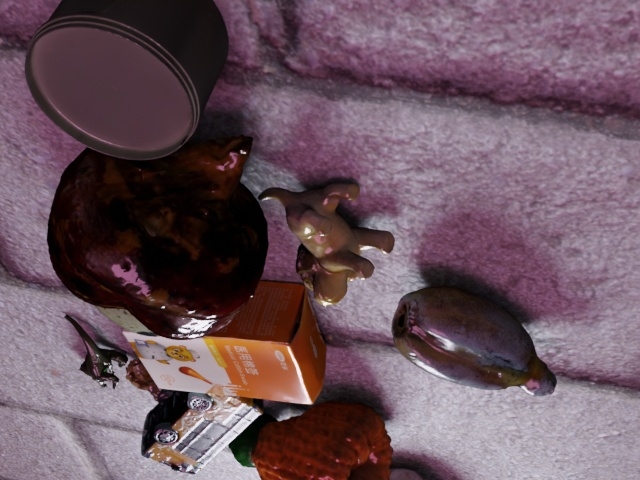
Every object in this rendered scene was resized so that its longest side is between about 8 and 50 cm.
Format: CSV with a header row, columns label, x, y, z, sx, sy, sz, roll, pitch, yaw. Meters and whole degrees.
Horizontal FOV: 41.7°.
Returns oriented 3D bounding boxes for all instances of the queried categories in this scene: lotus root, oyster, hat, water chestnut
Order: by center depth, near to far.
label,x,y,z,sx,sy,sz,roll,pitch,yaw
water chestnut,-0.213,-0.028,1.230,0.335,0.335,0.347,35,126,-24
lotus root,0.272,0.176,1.455,0.322,0.140,0.158,24,119,-21
hat,-0.053,0.458,1.869,0.401,0.285,0.285,13,146,29
oyster,-0.304,0.361,1.947,0.129,0.078,0.345,-36,125,22

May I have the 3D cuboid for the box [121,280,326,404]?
label,x,y,z,sx,sy,sz,roll,pitch,yaw
box,-0.173,0.189,1.619,0.342,0.143,0.224,4,142,17

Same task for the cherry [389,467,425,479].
label,x,y,z,sx,sy,sz,roll,pitch,yaw
cherry,0.158,0.718,2.093,0.327,0.291,0.334,1,123,35

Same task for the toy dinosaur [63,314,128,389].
label,x,y,z,sx,sy,sz,roll,pitch,yaw
toy dinosaur,-0.535,0.269,1.900,0.179,0.087,0.187,29,140,-20

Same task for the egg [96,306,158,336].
label,x,y,z,sx,sy,sz,roll,pitch,yaw
egg,-0.318,0.068,1.471,0.177,0.177,0.228,-12,115,32

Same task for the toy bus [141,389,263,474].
label,x,y,z,sx,sy,sz,roll,pitch,yaw
toy bus,-0.257,0.375,1.829,0.167,0.138,0.275,33,117,-25

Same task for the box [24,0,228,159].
label,x,y,z,sx,sy,sz,roll,pitch,yaw
box,-0.247,-0.233,1.091,0.226,0.149,0.226,10,142,8

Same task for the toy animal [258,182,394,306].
label,x,y,z,sx,sy,sz,roll,pitch,yaw
toy animal,0.015,0.007,1.343,0.169,0.121,0.233,6,141,35
